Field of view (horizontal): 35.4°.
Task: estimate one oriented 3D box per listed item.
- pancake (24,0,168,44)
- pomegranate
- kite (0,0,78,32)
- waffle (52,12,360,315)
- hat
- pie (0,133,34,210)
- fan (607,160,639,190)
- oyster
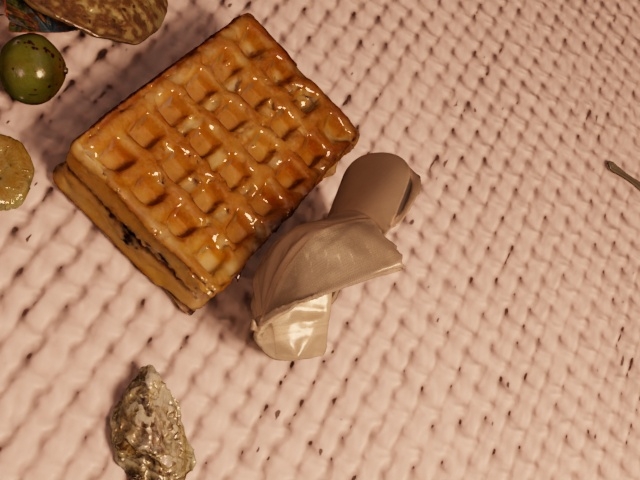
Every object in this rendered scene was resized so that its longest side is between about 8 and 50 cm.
[{"bbox_3d":[-0.257,-0.305,1.099,0.212,0.029,0.235,46,37,-8],"label":"pancake"},{"bbox_3d":[-0.301,-0.169,1.019,0.073,0.084,0.073,60,7,-12],"label":"pomegranate"},{"bbox_3d":[-0.314,-0.256,1.036,0.160,0.010,0.183,25,28,-39],"label":"kite"},{"bbox_3d":[-0.109,-0.091,1.089,0.213,0.091,0.308,47,52,-6],"label":"waffle"},{"bbox_3d":[0.000,0.000,1.050,0.164,0.219,0.226,9,54,-22],"label":"hat"},{"bbox_3d":[-0.319,-0.067,0.982,0.084,0.020,0.085,13,64,-27],"label":"pie"},{"bbox_3d":[0.518,-0.066,1.540,0.220,0.009,0.132,28,53,-21],"label":"fan"},{"bbox_3d":[-0.154,0.183,0.959,0.100,0.037,0.098,40,53,-11],"label":"oyster"}]
